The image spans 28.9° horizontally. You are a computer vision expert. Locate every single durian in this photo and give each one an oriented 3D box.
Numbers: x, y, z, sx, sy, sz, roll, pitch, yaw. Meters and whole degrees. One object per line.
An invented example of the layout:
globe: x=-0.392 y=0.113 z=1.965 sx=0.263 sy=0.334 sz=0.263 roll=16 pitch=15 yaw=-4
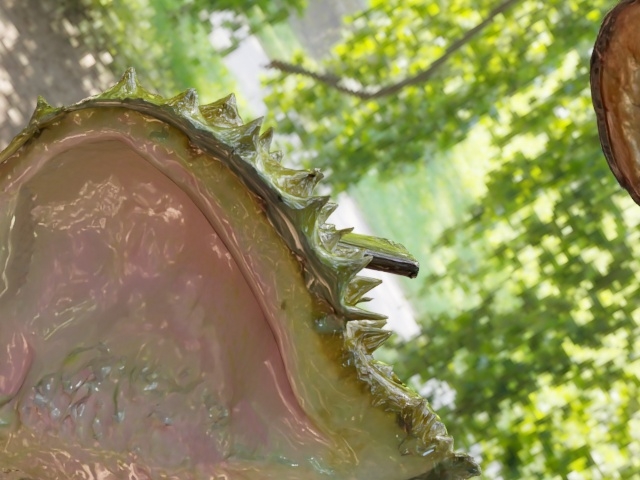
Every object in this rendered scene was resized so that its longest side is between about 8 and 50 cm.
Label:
durian: x=-0.076 y=0.016 z=0.600 sx=0.185 sy=0.305 sz=0.196 roll=-47 pitch=123 yaw=-40

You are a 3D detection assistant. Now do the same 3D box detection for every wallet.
wallet: x=0.000 y=0.000 z=1.169 sx=0.176 sy=0.026 sz=0.095 roll=10 pitch=11 yaw=-13

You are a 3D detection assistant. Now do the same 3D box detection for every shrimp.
shrimp: x=0.327 y=-0.072 z=0.968 sx=0.290 sy=0.054 sz=0.222 roll=34 pitch=-42 yaw=31

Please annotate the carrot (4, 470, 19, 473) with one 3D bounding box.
carrot: x=-0.289 y=0.236 z=1.238 sx=0.114 sy=0.114 sz=0.302 roll=-110 pitch=-169 yaw=-61
